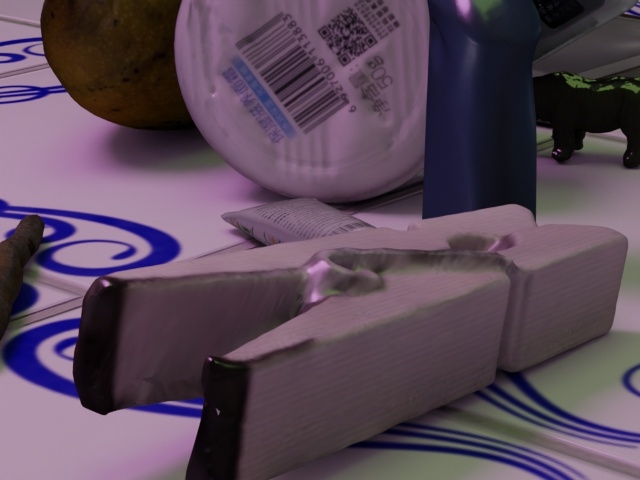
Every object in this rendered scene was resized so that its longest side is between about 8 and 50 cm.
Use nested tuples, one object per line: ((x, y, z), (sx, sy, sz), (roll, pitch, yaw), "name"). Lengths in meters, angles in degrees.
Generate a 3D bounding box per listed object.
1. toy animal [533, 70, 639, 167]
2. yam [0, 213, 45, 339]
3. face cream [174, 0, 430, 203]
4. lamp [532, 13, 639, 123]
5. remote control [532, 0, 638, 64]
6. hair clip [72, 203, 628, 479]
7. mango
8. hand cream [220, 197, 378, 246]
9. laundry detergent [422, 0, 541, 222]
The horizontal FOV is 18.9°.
((0.182, -0.092, 1.407), (0.136, 0.065, 0.047), (4, 18, 16), "toy animal")
((-0.187, 0.023, 1.129), (0.027, 0.029, 0.234), (40, 12, -12), "yam")
((0.007, -0.131, 1.304), (0.206, 0.206, 0.111), (4, 19, 13), "face cream")
((0.182, -0.160, 1.649), (0.266, 0.047, 0.269), (14, 23, 40), "lamp")
((0.101, -0.174, 1.391), (0.296, 0.140, 0.056), (-27, 23, 55), "remote control")
((0.029, 0.043, 0.964), (0.101, 0.085, 0.331), (17, 18, 38), "hair clip")
((-0.102, -0.170, 1.481), (0.176, 0.176, 0.329), (-7, 18, 23), "mango")
((0.000, 0.000, 1.177), (0.067, 0.042, 0.194), (-15, 17, -18), "hand cream")
((0.095, -0.082, 1.148), (0.061, 0.206, 0.096), (-4, 17, -13), "laundry detergent")
